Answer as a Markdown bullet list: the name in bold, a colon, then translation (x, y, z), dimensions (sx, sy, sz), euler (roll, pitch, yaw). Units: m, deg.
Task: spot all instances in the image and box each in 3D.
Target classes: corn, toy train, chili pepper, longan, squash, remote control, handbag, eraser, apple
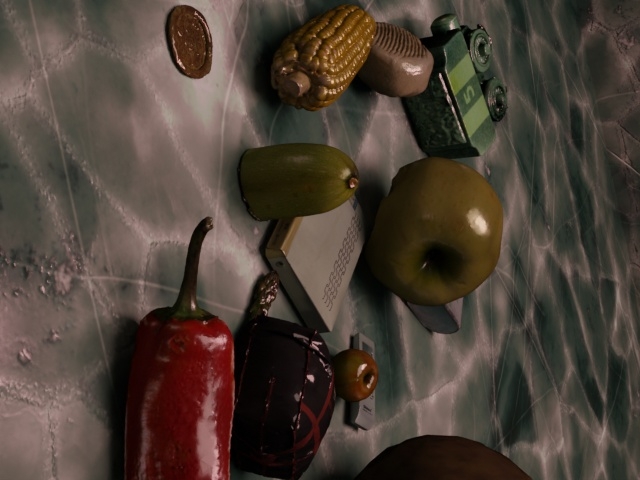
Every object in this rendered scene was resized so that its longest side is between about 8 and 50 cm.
- **corn**: translation (0.011, -0.315, 1.789), dimensions (0.347, 0.130, 0.130), euler (-54, 128, -55)
- **toy train**: translation (0.278, -0.319, 2.255), dimensions (0.238, 0.166, 0.299), euler (-47, 122, -43)
- **chili pepper**: translation (-0.171, 0.148, 1.318), dimensions (0.131, 0.134, 0.338), euler (23, 65, -73)
- **longan**: translation (0.196, 0.502, 1.655), dimensions (0.391, 0.391, 0.391), euler (25, 61, -57)
- **squash**: translation (-0.025, -0.094, 1.611), dimensions (0.123, 0.186, 0.123), euler (8, 80, -55)
- **remote control**: translation (0.072, 0.246, 1.845), dimensions (0.061, 0.029, 0.162), euler (43, 42, -51)
- **handbag**: translation (-0.060, 0.224, 1.465), dimensions (0.215, 0.155, 0.169), euler (89, 15, -58)
- **eraser**: translation (0.242, 0.052, 2.151), dimensions (0.174, 0.081, 0.227), euler (48, 42, -46)
- **apple**: translation (0.054, 0.226, 1.771), dimensions (0.089, 0.074, 0.090), euler (18, 69, -57)
- **apple**: translation (0.210, -0.022, 1.932), dimensions (0.279, 0.279, 0.279), euler (25, 61, -57)

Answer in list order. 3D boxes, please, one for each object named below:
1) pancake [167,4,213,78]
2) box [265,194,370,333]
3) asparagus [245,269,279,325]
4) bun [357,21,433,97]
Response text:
- **pancake**: translation (-0.188, -0.289, 1.542), dimensions (0.115, 0.011, 0.115), euler (20, 67, -58)
- **box**: translation (0.000, 0.000, 1.767), dimensions (0.211, 0.045, 0.270), euler (60, 34, -34)
- **asparagus**: translation (-0.093, 0.107, 1.585), dimensions (0.036, 0.030, 0.165), euler (45, 44, -28)
- **bun**: translation (0.133, -0.334, 2.023), dimensions (0.173, 0.166, 0.113), euler (-29, 150, -52)
